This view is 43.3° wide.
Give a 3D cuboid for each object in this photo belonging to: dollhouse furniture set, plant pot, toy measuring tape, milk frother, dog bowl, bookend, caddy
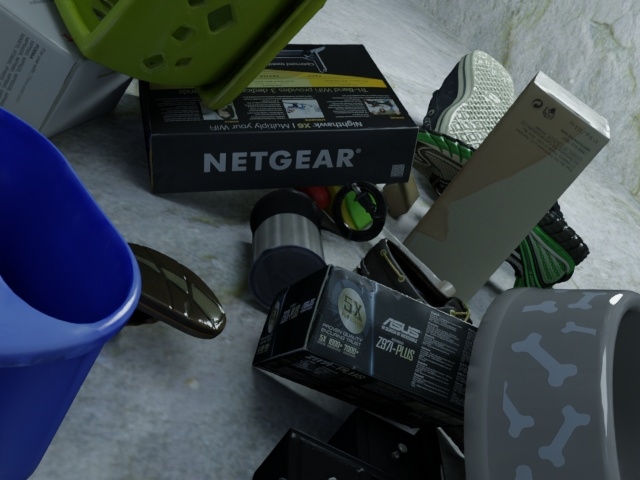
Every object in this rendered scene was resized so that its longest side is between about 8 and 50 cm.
[{"bbox_3d":[0.074,-0.116,1.320,0.151,0.123,0.144,70,22,-11],"label":"dollhouse furniture set"},{"bbox_3d":[-0.136,-0.293,0.864,0.207,0.228,0.227,25,28,-49],"label":"plant pot"},{"bbox_3d":[0.057,-0.053,1.068,0.330,0.121,0.121,47,26,24],"label":"toy measuring tape"},{"bbox_3d":[0.000,0.000,0.872,0.129,0.143,0.135,35,21,-21],"label":"milk frother"},{"bbox_3d":[0.245,0.200,0.673,0.348,0.102,0.349,25,58,-48],"label":"dog bowl"},{"bbox_3d":[0.019,0.190,0.644,0.156,0.072,0.157,30,25,-14],"label":"bookend"},{"bbox_3d":[-0.253,-0.011,0.468,0.241,0.179,0.341,11,25,-45],"label":"caddy"}]

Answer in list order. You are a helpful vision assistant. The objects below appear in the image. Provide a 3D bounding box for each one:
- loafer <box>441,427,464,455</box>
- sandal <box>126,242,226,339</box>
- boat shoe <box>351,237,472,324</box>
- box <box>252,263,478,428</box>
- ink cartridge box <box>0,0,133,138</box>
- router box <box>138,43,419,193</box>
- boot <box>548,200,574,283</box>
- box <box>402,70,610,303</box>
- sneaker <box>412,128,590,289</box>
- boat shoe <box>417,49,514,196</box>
[{"bbox_3d":[0.168,0.181,0.841,0.267,0.096,0.084,46,-14,18],"label":"loafer"},{"bbox_3d":[-0.184,0.038,0.676,0.219,0.060,0.090,19,20,-4],"label":"sandal"},{"bbox_3d":[0.139,0.092,0.980,0.227,0.069,0.081,41,25,11],"label":"boat shoe"},{"bbox_3d":[0.049,0.101,0.722,0.180,0.147,0.078,24,70,-14],"label":"box"},{"bbox_3d":[-0.350,-0.245,0.887,0.273,0.114,0.197,36,24,-1],"label":"ink cartridge box"},{"bbox_3d":[-0.064,-0.161,0.998,0.308,0.081,0.243,-3,37,-14],"label":"router box"},{"bbox_3d":[0.322,-0.026,1.397,0.207,0.094,0.247,-14,92,-27],"label":"boot"},{"bbox_3d":[0.245,-0.066,1.108,0.121,0.311,0.148,38,24,3],"label":"box"},{"bbox_3d":[0.245,-0.045,1.250,0.343,0.146,0.134,41,7,2],"label":"sneaker"},{"bbox_3d":[0.288,-0.209,1.627,0.187,0.156,0.500,36,39,-14],"label":"boat shoe"}]
